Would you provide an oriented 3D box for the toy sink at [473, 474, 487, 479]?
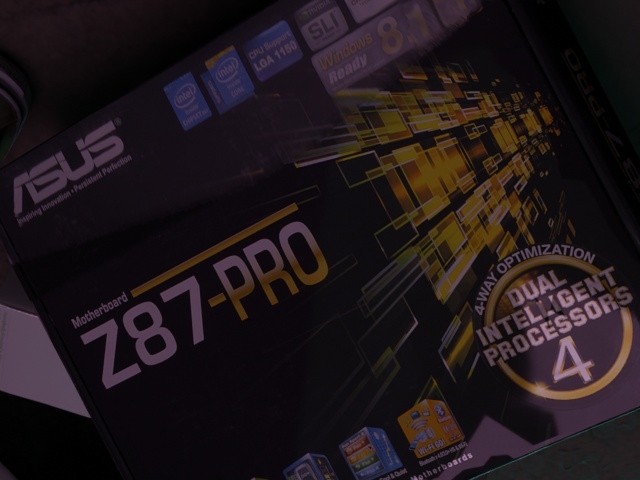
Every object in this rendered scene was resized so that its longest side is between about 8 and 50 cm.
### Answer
[{"bbox_3d":[0.046,0.169,1.236,0.131,0.152,0.234,35,129,-18],"label":"toy sink"}]

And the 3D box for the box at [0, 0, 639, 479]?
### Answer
[{"bbox_3d":[0.011,0.013,1.028,0.395,0.097,0.318,-27,89,25],"label":"box"}]

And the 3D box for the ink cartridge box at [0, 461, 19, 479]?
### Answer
[{"bbox_3d":[-0.316,0.346,1.377,0.279,0.160,0.385,47,146,-14],"label":"ink cartridge box"}]

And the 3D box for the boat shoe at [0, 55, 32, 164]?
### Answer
[{"bbox_3d":[-0.309,-0.021,1.190,0.109,0.094,0.302,29,132,-12],"label":"boat shoe"}]

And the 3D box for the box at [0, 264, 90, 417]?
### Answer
[{"bbox_3d":[-0.197,0.065,1.245,0.102,0.087,0.101,17,133,-2],"label":"box"}]
